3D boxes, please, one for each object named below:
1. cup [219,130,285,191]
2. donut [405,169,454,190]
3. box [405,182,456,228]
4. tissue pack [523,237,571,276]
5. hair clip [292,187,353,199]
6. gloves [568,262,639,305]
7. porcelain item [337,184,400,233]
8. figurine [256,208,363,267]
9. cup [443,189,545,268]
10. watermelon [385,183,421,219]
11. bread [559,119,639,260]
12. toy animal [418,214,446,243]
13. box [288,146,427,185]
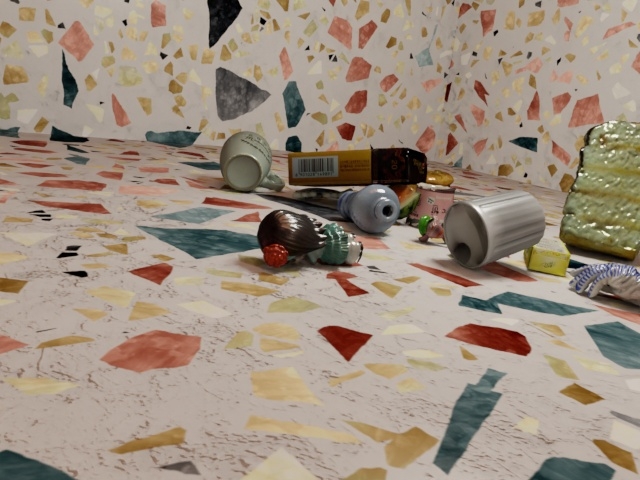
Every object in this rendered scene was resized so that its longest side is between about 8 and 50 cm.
[{"bbox_3d":[-0.233,-0.247,2.307,0.258,0.186,0.234,33,16,-16],"label":"cup"},{"bbox_3d":[0.428,-0.236,2.704,0.226,0.114,0.226,8,13,-2],"label":"donut"},{"bbox_3d":[0.352,-0.107,2.060,0.151,0.135,0.151,8,12,-2],"label":"box"},{"bbox_3d":[0.591,0.038,1.727,0.095,0.062,0.176,12,13,10],"label":"tissue pack"},{"bbox_3d":[0.009,-0.156,2.279,0.220,0.054,0.140,1,14,-8],"label":"hair clip"},{"bbox_3d":[0.669,0.100,1.471,0.229,0.097,0.119,12,-17,39],"label":"gloves"},{"bbox_3d":[0.135,-0.094,1.890,0.141,0.141,0.259,2,6,-23],"label":"porcelain item"},{"bbox_3d":[-0.021,0.006,1.426,0.245,0.110,0.138,7,29,-31],"label":"figurine"},{"bbox_3d":[0.418,-0.037,1.639,0.202,0.167,0.221,-14,14,-25],"label":"cup"},{"bbox_3d":[0.228,-0.124,2.090,0.063,0.119,0.245,17,1,-26],"label":"watermelon"},{"bbox_3d":[0.891,-0.144,2.019,0.239,0.396,0.264,13,-6,23],"label":"bread"},{"bbox_3d":[0.375,-0.022,1.803,0.208,0.100,0.103,-1,-20,22],"label":"toy animal"},{"bbox_3d":[0.131,-0.240,2.205,0.415,0.116,0.264,0,2,22],"label":"box"}]
